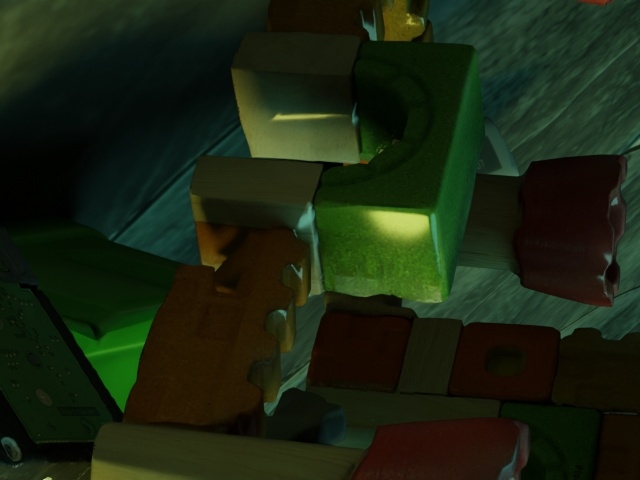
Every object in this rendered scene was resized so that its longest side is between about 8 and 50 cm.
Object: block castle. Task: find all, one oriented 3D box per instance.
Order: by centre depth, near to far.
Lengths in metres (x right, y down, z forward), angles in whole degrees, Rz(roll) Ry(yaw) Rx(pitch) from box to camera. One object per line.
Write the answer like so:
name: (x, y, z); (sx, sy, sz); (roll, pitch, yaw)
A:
block castle: (0.071, 0.050, 0.898); (0.303, 0.212, 0.453); (82, 17, -44)

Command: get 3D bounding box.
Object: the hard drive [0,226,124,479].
hard drive: (-0.221, 0.002, 0.674); (0.064, 0.237, 0.339); (-41, 161, 17)

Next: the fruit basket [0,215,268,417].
fruit basket: (-0.197, 0.174, 1.078); (0.283, 0.392, 0.392); (-9, 147, -53)

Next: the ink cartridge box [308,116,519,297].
ink cartridge box: (0.000, 0.000, 1.364); (0.189, 0.066, 0.232); (-22, 178, -35)
